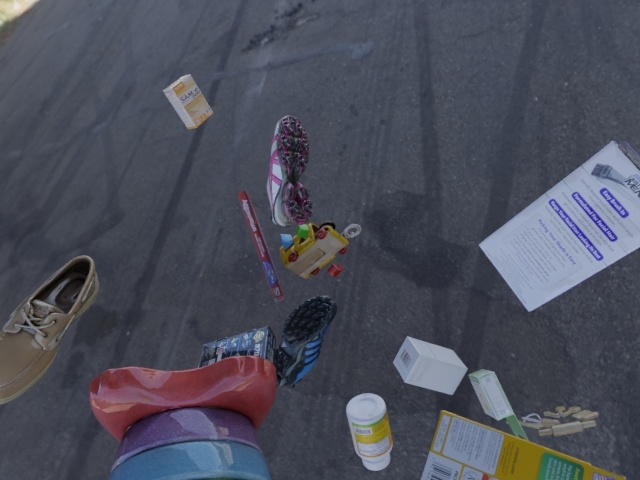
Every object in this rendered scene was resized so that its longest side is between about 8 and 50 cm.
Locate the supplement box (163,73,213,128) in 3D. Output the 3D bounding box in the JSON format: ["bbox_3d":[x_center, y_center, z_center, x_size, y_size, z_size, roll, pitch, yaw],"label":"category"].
[{"bbox_3d":[-0.289,-0.304,1.046,0.036,0.098,0.062,5,47,41],"label":"supplement box"}]

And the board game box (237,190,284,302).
[{"bbox_3d":[-0.150,0.017,1.218,0.027,0.145,0.281,-20,90,-6],"label":"board game box"}]

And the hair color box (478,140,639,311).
[{"bbox_3d":[0.521,-0.021,0.973,0.339,0.110,0.185,-48,66,40],"label":"hair color box"}]

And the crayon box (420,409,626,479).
[{"bbox_3d":[0.355,0.475,0.876,0.323,0.083,0.203,12,64,29],"label":"crayon box"}]

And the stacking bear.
[{"bbox_3d":[-0.111,0.269,0.400,0.176,0.164,0.288,-3,46,-10],"label":"stacking bear"}]

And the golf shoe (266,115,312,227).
[{"bbox_3d":[-0.064,-0.115,0.798,0.086,0.068,0.185,-4,85,47],"label":"golf shoe"}]

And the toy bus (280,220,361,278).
[{"bbox_3d":[-0.012,0.005,1.262,0.203,0.190,0.104,-5,43,-12],"label":"toy bus"}]

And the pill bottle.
[{"bbox_3d":[0.175,0.669,1.649,0.137,0.245,0.136,-11,22,4],"label":"pill bottle"}]

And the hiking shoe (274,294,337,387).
[{"bbox_3d":[-0.045,0.283,1.348,0.113,0.132,0.304,43,101,37],"label":"hiking shoe"}]

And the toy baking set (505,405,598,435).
[{"bbox_3d":[0.730,0.573,1.496,0.257,0.197,0.030,-15,82,5],"label":"toy baking set"}]

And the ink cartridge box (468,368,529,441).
[{"bbox_3d":[0.499,0.480,1.323,0.056,0.171,0.234,-22,75,2],"label":"ink cartridge box"}]

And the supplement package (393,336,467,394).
[{"bbox_3d":[0.335,0.384,1.456,0.105,0.180,0.105,-66,19,14],"label":"supplement package"}]

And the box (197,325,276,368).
[{"bbox_3d":[-0.195,0.304,1.072,0.175,0.051,0.220,-18,32,10],"label":"box"}]

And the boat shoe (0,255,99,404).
[{"bbox_3d":[-0.582,0.166,0.978,0.341,0.122,0.110,-75,10,-47],"label":"boat shoe"}]
